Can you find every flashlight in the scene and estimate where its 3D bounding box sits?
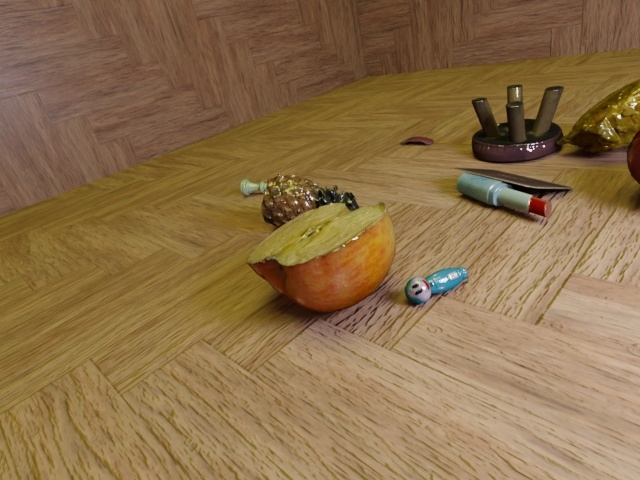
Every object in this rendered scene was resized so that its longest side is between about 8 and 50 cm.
[{"bbox_3d":[0.217,0.079,0.781,0.129,0.051,0.051,-18,27,-20],"label":"flashlight"}]

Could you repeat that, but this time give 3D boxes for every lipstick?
[{"bbox_3d":[0.446,-0.111,1.020,0.068,0.061,0.274,-18,26,-17],"label":"lipstick"}]

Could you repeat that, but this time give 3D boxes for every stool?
[{"bbox_3d":[0.618,-0.373,1.318,0.272,0.178,0.272,-12,28,6],"label":"stool"}]

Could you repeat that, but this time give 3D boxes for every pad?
[{"bbox_3d":[0.502,-0.166,1.100,0.176,0.002,0.266,-3,20,-28],"label":"pad"}]

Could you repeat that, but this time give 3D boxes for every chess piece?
[{"bbox_3d":[-0.212,-0.193,1.498,0.149,0.059,0.059,0,29,15],"label":"chess piece"}]

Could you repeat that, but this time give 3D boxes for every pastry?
[{"bbox_3d":[0.826,-0.327,1.138,0.235,0.132,0.240,-41,1,-10],"label":"pastry"}]

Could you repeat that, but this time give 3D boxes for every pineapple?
[{"bbox_3d":[-0.015,-0.098,1.142,0.279,0.157,0.158,6,31,12],"label":"pineapple"}]

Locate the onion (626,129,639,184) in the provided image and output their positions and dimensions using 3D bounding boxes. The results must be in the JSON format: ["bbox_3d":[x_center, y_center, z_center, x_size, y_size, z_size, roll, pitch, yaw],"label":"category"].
[{"bbox_3d":[0.762,-0.154,0.853,0.248,0.161,0.248,-12,37,9],"label":"onion"}]

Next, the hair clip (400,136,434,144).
[{"bbox_3d":[0.379,-0.393,1.642,0.137,0.022,0.054,14,34,42],"label":"hair clip"}]

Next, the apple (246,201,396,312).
[{"bbox_3d":[0.018,0.046,0.808,0.251,0.163,0.293,-35,19,-22],"label":"apple"}]
